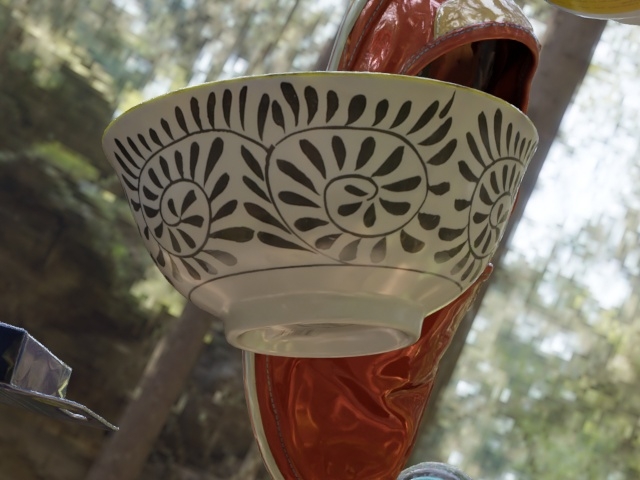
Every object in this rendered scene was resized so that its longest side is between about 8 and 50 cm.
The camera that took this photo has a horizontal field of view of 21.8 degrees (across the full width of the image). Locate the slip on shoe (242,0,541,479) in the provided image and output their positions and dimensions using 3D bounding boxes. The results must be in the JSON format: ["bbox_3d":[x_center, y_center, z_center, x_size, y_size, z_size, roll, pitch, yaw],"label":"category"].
[{"bbox_3d":[0.038,0.011,0.889,0.123,0.331,0.101,3,24,-27],"label":"slip on shoe"}]

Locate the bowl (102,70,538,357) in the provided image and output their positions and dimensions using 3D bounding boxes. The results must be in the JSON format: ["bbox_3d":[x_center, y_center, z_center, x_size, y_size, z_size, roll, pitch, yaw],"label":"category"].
[{"bbox_3d":[0.000,0.000,0.641,0.170,0.080,0.170,0,-15,0],"label":"bowl"}]

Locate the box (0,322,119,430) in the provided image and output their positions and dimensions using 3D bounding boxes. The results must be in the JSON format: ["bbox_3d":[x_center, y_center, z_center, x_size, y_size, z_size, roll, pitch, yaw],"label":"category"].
[{"bbox_3d":[-0.223,0.058,0.915,0.225,0.036,0.136,15,-12,5],"label":"box"}]

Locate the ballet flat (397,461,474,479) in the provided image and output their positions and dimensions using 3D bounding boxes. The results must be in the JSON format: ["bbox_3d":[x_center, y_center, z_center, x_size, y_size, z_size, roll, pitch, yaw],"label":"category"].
[{"bbox_3d":[0.129,0.307,1.045,0.123,0.348,0.123,-21,-16,-6],"label":"ballet flat"}]

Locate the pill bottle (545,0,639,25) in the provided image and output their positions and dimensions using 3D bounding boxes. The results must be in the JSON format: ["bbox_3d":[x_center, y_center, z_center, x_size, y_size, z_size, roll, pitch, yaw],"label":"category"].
[{"bbox_3d":[0.102,-0.142,0.612,0.103,0.103,0.184,13,-6,25],"label":"pill bottle"}]
